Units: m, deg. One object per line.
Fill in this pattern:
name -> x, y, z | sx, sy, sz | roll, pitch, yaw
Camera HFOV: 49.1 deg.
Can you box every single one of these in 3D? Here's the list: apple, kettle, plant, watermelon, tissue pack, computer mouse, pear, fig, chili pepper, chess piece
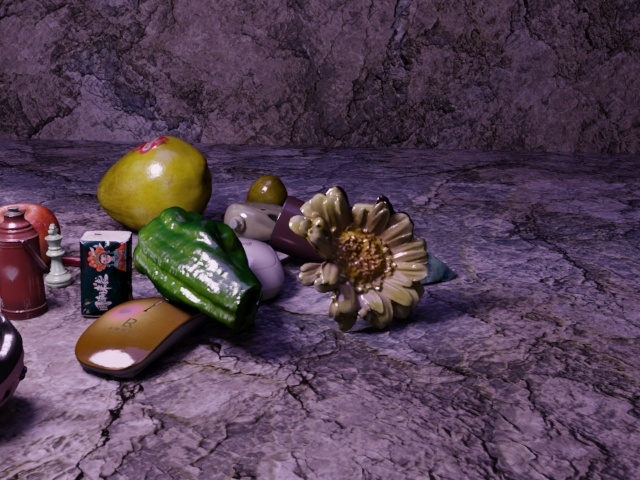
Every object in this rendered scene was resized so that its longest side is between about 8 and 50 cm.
apple -> -0.738, -0.001, 1.731 | 0.201, 0.162, 0.201 | 0, 29, 0
kettle -> 0.000, 0.000, 1.780 | 0.232, 0.144, 0.202 | 23, -9, 1
plant -> 0.096, 0.038, 1.495 | 0.261, 0.306, 0.297 | -26, -13, 6
watermelon -> 0.245, 0.072, 1.718 | 0.180, 0.081, 0.094 | -9, -6, -44
tissue pack -> -0.451, 0.070, 1.482 | 0.103, 0.170, 0.090 | 0, 17, -9
computer mouse -> -0.191, 0.049, 1.651 | 0.184, 0.121, 0.297 | -5, 20, -13
pear -> -0.486, -0.147, 2.035 | 0.375, 0.287, 0.287 | -16, 15, 12
fig -> -0.216, -0.120, 2.253 | 0.236, 0.124, 0.124 | -32, 29, -18
computer mouse -> -0.334, 0.167, 1.351 | 0.158, 0.072, 0.310 | 9, 18, 18
chili pepper -> -0.229, 0.048, 1.418 | 0.213, 0.168, 0.385 | -5, 28, -44
chess piece -> -0.615, 0.033, 1.627 | 0.059, 0.149, 0.059 | -1, 19, 0

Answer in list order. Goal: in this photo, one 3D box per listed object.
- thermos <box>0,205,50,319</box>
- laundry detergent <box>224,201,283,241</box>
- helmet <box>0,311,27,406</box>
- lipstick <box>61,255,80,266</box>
thermos -> -0.632, 0.042, 1.459 | 0.124, 0.232, 0.099 | -14, 23, -37
laundry detergent -> -0.172, -0.049, 1.928 | 0.181, 0.091, 0.253 | 21, 11, 20
helmet -> -0.582, 0.207, 1.090 | 0.253, 0.154, 0.198 | -16, 36, 7
lipstick -> -0.568, 0.056, 1.765 | 0.176, 0.027, 0.027 | 4, 18, 3
